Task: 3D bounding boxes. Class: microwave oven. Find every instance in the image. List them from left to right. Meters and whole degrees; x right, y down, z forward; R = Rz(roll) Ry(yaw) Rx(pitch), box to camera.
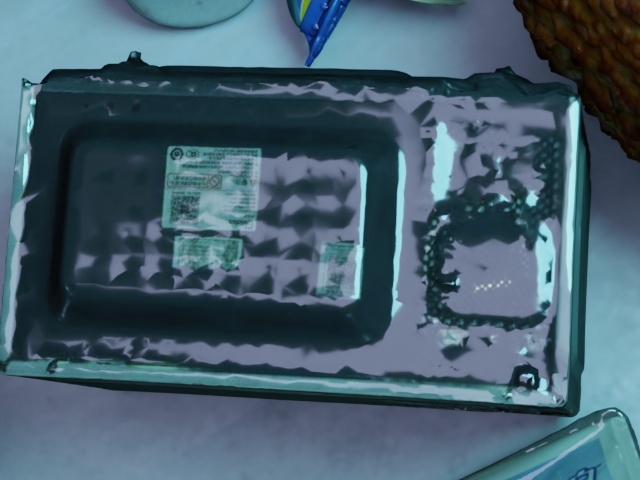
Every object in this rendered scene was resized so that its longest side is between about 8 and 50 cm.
[{"bbox_3d":[0.000,0.000,0.971,0.295,0.237,0.181,3,82,11],"label":"microwave oven"}]

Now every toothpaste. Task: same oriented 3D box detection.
[{"bbox_3d":[0.067,0.179,1.034,0.268,0.047,0.069,-23,86,2],"label":"toothpaste"}]

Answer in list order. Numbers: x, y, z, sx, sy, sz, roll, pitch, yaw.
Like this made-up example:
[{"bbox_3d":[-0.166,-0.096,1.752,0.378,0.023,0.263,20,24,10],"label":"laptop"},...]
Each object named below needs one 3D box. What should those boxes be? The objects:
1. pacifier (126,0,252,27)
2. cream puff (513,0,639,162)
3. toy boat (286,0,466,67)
[{"bbox_3d":[-0.085,-0.228,1.059,0.279,0.227,0.207,-14,114,1],"label":"pacifier"},{"bbox_3d":[0.239,-0.128,0.916,0.350,0.350,0.228,31,102,9],"label":"cream puff"},{"bbox_3d":[0.044,-0.177,1.063,0.110,0.091,0.175,30,91,2],"label":"toy boat"}]
